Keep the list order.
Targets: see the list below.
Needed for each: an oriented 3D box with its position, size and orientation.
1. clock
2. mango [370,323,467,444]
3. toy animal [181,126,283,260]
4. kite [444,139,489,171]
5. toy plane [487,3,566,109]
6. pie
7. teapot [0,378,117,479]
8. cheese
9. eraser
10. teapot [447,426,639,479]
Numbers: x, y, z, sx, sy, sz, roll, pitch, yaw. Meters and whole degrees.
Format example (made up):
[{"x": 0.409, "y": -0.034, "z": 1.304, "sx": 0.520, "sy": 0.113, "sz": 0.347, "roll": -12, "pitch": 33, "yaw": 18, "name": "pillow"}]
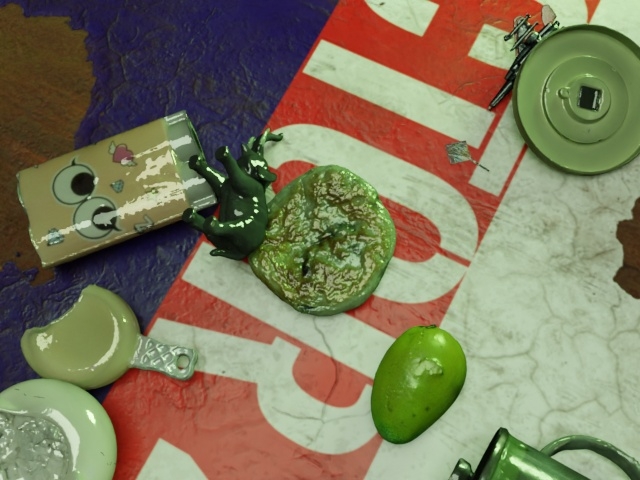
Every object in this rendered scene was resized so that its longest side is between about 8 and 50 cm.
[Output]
[{"x": 0.416, "y": -0.219, "z": 1.206, "sx": 0.234, "sy": 0.029, "sz": 0.235, "roll": 0, "pitch": 87, "yaw": -4, "name": "clock"}, {"x": 0.136, "y": 0.205, "z": 1.100, "sx": 0.119, "sy": 0.100, "sz": 0.178, "roll": 28, "pitch": 85, "yaw": 10, "name": "mango"}, {"x": -0.128, "y": -0.090, "z": 1.178, "sx": 0.082, "sy": 0.137, "sz": 0.270, "roll": -14, "pitch": 52, "yaw": 38, "name": "toy animal"}, {"x": 0.231, "y": -0.130, "z": 1.243, "sx": 0.044, "sy": 0.002, "sz": 0.078, "roll": -33, "pitch": 72, "yaw": -5, "name": "kite"}, {"x": 0.335, "y": -0.285, "z": 1.249, "sx": 0.130, "sy": 0.061, "sz": 0.189, "roll": 41, "pitch": 82, "yaw": -2, "name": "toy plane"}, {"x": 0.000, "y": 0.000, "z": 1.198, "sx": 0.240, "sy": 0.054, "sz": 0.241, "roll": -1, "pitch": 75, "yaw": 5, "name": "pie"}, {"x": -0.379, "y": 0.309, "z": 1.082, "sx": 0.299, "sy": 0.166, "sz": 0.208, "roll": 30, "pitch": 75, "yaw": 18, "name": "teapot"}, {"x": -0.320, "y": 0.174, "z": 1.166, "sx": 0.248, "sy": 0.071, "sz": 0.163, "roll": 33, "pitch": 78, "yaw": 13, "name": "cheese"}, {"x": -0.321, "y": -0.079, "z": 1.234, "sx": 0.290, "sy": 0.087, "sz": 0.171, "roll": -21, "pitch": 78, "yaw": -2, "name": "eraser"}, {"x": 0.329, "y": 0.367, "z": 0.996, "sx": 0.336, "sy": 0.200, "sz": 0.270, "roll": 27, "pitch": 52, "yaw": 14, "name": "teapot"}]
